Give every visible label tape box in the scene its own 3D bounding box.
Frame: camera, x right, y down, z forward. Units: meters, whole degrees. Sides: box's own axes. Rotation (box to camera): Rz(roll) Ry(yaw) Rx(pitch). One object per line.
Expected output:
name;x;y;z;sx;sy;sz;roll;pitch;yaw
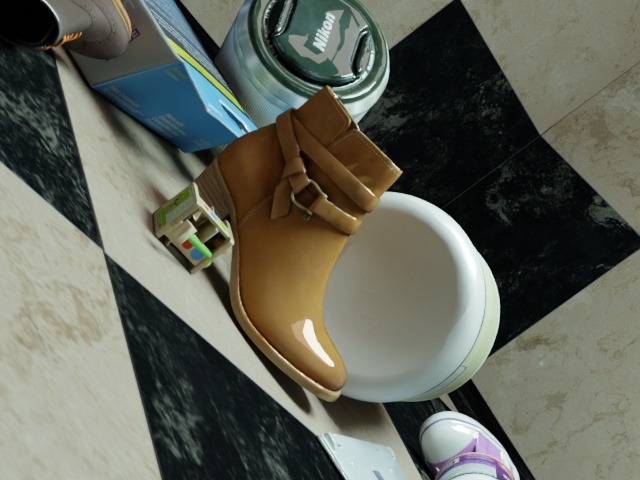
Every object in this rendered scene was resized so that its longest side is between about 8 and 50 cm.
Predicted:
label tape box;-0.207;-0.216;1.220;0.348;0.115;0.249;58;8;21

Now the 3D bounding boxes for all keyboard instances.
keyboard;0.057;0.247;1.073;0.072;0.014;0.256;61;9;22

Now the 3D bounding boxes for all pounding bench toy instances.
pounding bench toy;-0.118;-0.003;0.957;0.065;0.052;0.083;50;7;-26

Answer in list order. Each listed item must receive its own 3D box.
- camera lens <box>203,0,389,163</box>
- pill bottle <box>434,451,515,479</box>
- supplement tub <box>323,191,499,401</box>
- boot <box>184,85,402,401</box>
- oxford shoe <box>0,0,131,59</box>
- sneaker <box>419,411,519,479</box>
camera lens;-0.046;-0.218;1.412;0.219;0.219;0.274;54;-33;7
pill bottle;0.177;0.312;1.137;0.108;0.108;0.193;54;7;5
supplement tub;0.098;0.081;1.238;0.235;0.235;0.325;55;7;16
boot;0.000;0.000;1.033;0.283;0.220;0.109;55;7;18
oxford shoe;-0.266;-0.214;0.955;0.271;0.096;0.098;23;48;-65
sneaker;0.236;0.363;1.342;0.282;0.102;0.161;52;10;-10
